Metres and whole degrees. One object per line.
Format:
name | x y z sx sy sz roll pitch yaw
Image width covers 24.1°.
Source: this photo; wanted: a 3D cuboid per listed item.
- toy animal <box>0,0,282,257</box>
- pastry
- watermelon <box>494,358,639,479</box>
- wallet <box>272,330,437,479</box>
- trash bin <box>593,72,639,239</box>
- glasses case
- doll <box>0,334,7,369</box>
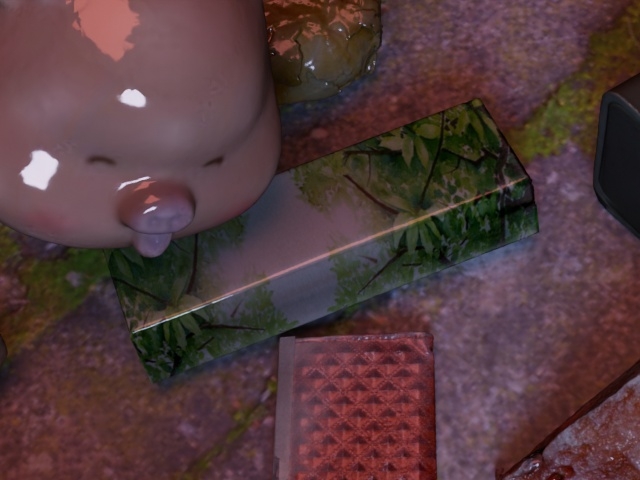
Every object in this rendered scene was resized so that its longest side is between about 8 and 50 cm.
toy animal | -0.143 -0.125 0.960 0.237 0.269 0.326 -3 52 -26
pastry | -0.025 -0.162 1.075 0.153 0.081 0.153 0 66 1
watermelon | 0.186 0.121 0.856 0.158 0.121 0.098 -35 82 -7
wallet | 0.020 0.146 0.915 0.103 0.020 0.196 -4 58 8
trash bin | 0.319 -0.071 0.942 0.240 0.122 0.164 -32 60 -13
glasses case | 0.000 0.000 0.982 0.272 0.062 0.095 -20 45 -4
doll | -0.346 0.053 0.986 0.278 0.119 0.154 31 70 14
